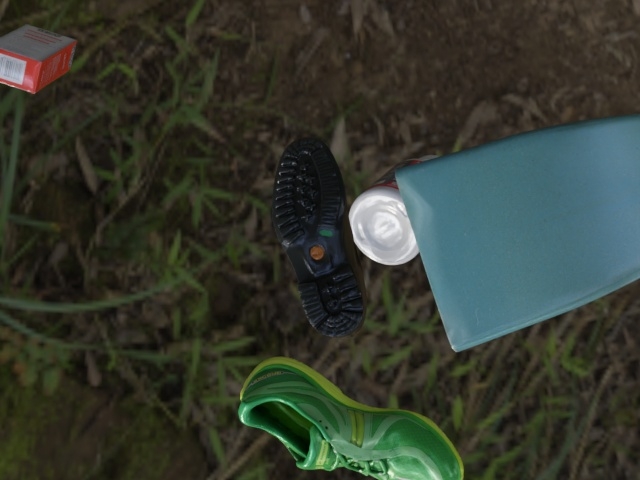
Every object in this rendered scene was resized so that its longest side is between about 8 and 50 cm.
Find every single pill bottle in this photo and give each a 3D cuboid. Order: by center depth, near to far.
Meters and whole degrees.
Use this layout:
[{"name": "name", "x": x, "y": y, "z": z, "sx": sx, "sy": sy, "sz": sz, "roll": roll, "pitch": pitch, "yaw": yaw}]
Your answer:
[{"name": "pill bottle", "x": 0.121, "y": -0.049, "z": 1.702, "sx": 0.108, "sy": 0.180, "sz": 0.108, "roll": 11, "pitch": 117, "yaw": 23}]

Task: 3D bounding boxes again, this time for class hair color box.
[{"name": "hair color box", "x": -0.352, "y": -0.222, "z": 1.541, "sx": 0.072, "sy": 0.141, "sz": 0.043, "roll": 18, "pitch": 111, "yaw": 1}]

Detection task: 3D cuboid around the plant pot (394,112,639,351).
[{"name": "plant pot", "x": 0.219, "y": -0.023, "z": 1.109, "sx": 0.234, "sy": 0.166, "sz": 0.165, "roll": -18, "pitch": 178, "yaw": 23}]

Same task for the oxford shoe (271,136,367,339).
[{"name": "oxford shoe", "x": 0.000, "y": 0.000, "z": 1.388, "sx": 0.082, "sy": 0.227, "sz": 0.096, "roll": -11, "pitch": 167, "yaw": 9}]

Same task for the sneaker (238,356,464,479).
[{"name": "sneaker", "x": 0.030, "y": 0.250, "z": 1.556, "sx": 0.295, "sy": 0.123, "sz": 0.109, "roll": 22, "pitch": 126, "yaw": 14}]
